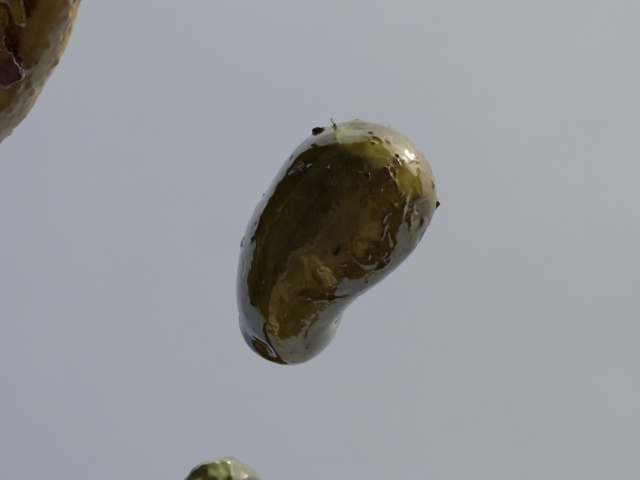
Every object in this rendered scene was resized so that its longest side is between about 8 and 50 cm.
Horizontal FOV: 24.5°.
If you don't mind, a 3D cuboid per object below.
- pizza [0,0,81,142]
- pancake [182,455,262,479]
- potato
[{"bbox_3d":[-0.240,-0.147,0.784,0.081,0.229,0.289,-98,-153,-47],"label":"pizza"},{"bbox_3d":[-0.125,0.211,0.853,0.042,0.222,0.236,41,-126,18],"label":"pancake"},{"bbox_3d":[0.000,0.000,0.699,0.070,0.091,0.138,30,-54,-10],"label":"potato"}]
